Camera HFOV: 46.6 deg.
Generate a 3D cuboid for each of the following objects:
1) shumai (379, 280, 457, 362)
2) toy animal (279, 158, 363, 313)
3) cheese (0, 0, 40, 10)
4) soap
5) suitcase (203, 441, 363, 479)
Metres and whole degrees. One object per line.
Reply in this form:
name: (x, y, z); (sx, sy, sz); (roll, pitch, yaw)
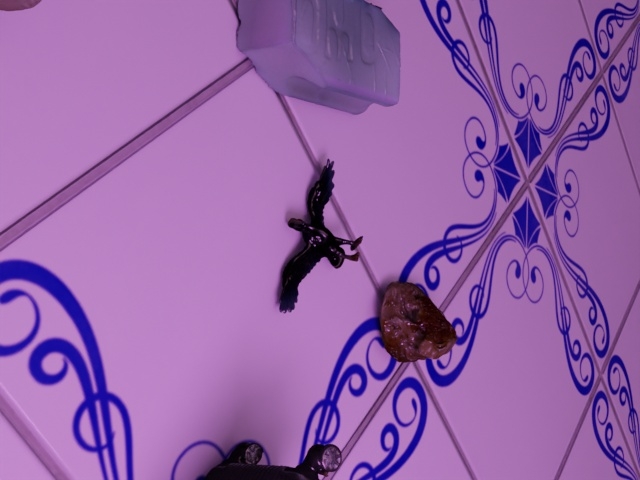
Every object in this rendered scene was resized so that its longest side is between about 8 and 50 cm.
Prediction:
shumai: (0.151, 0.122, 1.093); (0.139, 0.105, 0.123); (53, 42, -63)
toy animal: (0.000, 0.000, 0.968); (0.108, 0.062, 0.220); (24, 69, -24)
cheese: (-0.281, -0.285, 0.495); (0.318, 0.326, 0.115); (23, 55, -54)
soap: (0.002, -0.258, 0.963); (0.230, 0.091, 0.145); (4, 83, -48)
suitcase: (-0.082, 0.353, 0.733); (0.128, 0.202, 0.312); (45, 55, -22)
